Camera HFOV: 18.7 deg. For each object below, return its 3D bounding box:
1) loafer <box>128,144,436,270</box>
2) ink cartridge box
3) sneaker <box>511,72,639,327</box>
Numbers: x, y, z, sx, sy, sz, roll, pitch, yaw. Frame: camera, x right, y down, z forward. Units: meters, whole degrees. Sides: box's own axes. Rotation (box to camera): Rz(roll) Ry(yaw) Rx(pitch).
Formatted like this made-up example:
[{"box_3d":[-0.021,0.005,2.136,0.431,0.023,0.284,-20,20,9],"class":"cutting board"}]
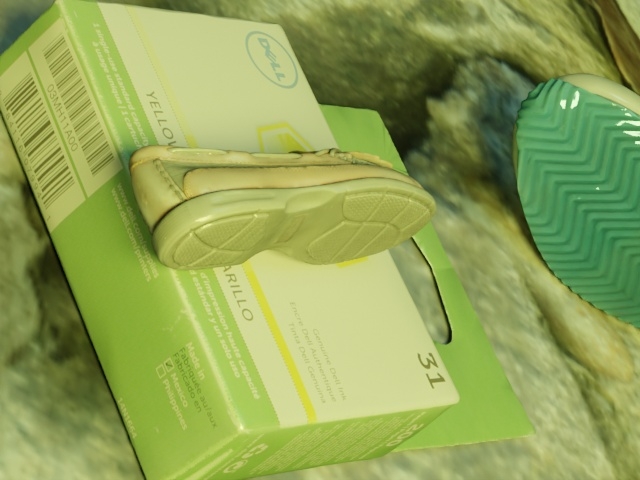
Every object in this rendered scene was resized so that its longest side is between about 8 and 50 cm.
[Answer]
[{"box_3d":[-0.011,-0.017,0.652,0.125,0.045,0.039,-4,56,-47],"class":"loafer"},{"box_3d":[0.000,0.000,0.737,0.235,0.056,0.171,-1,60,-50],"class":"ink cartridge box"},{"box_3d":[0.166,-0.012,0.939,0.228,0.087,0.092,38,28,-35],"class":"sneaker"}]
